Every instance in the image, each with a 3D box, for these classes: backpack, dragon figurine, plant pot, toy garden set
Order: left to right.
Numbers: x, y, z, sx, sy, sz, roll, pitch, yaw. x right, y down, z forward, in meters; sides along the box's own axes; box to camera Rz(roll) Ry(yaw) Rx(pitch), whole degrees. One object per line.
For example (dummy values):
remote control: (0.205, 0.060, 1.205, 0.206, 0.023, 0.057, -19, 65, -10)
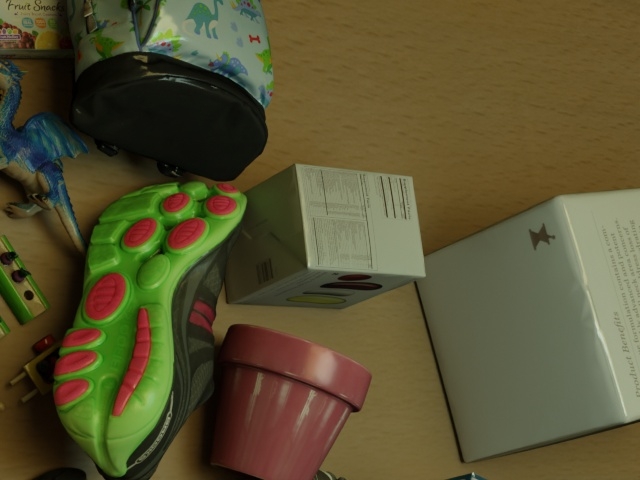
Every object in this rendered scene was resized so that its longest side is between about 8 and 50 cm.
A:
toy garden set: (-0.408, 0.128, 1.754, 0.244, 0.049, 0.204, -36, 97, -41)
dragon figurine: (-0.354, -0.106, 1.861, 0.289, 0.085, 0.144, 42, 53, -16)
backpack: (-0.203, -0.297, 1.953, 0.290, 0.273, 0.355, 21, 35, -41)
plant pot: (-0.053, 0.226, 1.915, 0.201, 0.201, 0.180, 26, 75, -28)

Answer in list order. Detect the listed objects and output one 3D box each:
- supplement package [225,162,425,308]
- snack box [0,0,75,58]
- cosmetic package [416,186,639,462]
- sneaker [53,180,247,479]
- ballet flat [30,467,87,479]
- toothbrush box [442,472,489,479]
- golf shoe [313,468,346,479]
supplement package: (0.000, 0.000, 2.027, 0.203, 0.194, 0.149, 4, 71, -36)
snack box: (-0.381, -0.291, 1.942, 0.141, 0.037, 0.100, -6, 76, -41)
cosmetic package: (0.415, 0.119, 2.222, 0.393, 0.327, 0.329, -5, 76, -40)
sneaker: (-0.212, 0.101, 1.863, 0.483, 0.185, 0.202, -69, 162, -44)
ballet flat: (-0.343, 0.325, 1.742, 0.173, 0.057, 0.049, -38, 139, -40)
toothbrush box: (0.172, 0.421, 1.937, 0.216, 0.295, 0.126, 28, 57, -26)
golf shoe: (-0.029, 0.389, 1.947, 0.094, 0.077, 0.198, 29, 50, -14)
